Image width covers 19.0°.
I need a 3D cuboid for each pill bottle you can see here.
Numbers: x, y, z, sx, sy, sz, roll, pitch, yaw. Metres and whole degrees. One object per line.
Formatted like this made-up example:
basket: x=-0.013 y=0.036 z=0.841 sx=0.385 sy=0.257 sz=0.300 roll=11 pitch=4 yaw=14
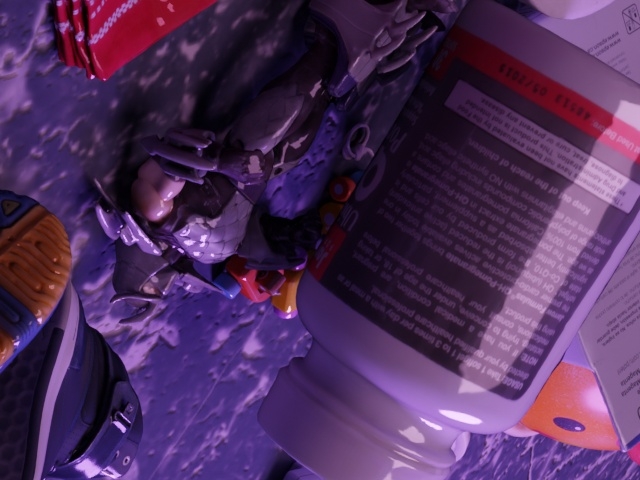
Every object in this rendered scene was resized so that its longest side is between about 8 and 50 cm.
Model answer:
pill bottle: x=0.094 y=0.016 z=1.261 sx=0.318 sy=0.176 sz=0.176 roll=-59 pitch=152 yaw=7

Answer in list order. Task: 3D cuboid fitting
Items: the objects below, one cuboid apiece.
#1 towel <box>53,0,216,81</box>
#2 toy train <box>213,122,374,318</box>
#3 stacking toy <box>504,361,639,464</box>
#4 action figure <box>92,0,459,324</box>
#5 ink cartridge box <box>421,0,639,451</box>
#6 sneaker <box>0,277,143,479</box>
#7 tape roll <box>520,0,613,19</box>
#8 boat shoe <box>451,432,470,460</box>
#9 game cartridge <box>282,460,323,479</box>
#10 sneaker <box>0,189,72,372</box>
towel: x=-0.072 y=-0.234 z=1.034 sx=0.199 sy=0.031 sz=0.275 roll=-38 pitch=147 yaw=-33
toy train: x=0.000 y=0.000 z=1.376 sx=0.166 sy=0.046 sz=0.125 roll=-46 pitch=151 yaw=-18
stacking toy: x=0.410 y=0.126 z=1.695 sx=0.350 sy=0.480 sz=0.350 roll=-38 pitch=147 yaw=-31
action figure: x=-0.036 y=-0.058 z=1.207 sx=0.285 sy=0.099 sz=0.185 roll=-50 pitch=165 yaw=-3
ink cartridge box: x=0.254 y=-0.051 z=1.521 sx=0.324 sy=0.071 sz=0.330 roll=-32 pitch=108 yaw=-39
sneaker: x=-0.178 y=0.143 z=1.150 sx=0.163 sy=0.086 sz=0.226 roll=70 pitch=35 yaw=-59
tape roll: x=0.183 y=-0.297 z=1.297 sx=0.286 sy=0.100 sz=0.286 roll=-39 pitch=148 yaw=-30
boat shoe: x=0.082 y=0.086 z=1.516 sx=0.099 sy=0.116 sz=0.319 roll=-61 pitch=165 yaw=-22
game cartridge: x=-0.026 y=0.319 z=1.666 sx=0.198 sy=0.062 sz=0.297 roll=1 pitch=118 yaw=-54
sneaker: x=-0.255 y=0.091 z=1.036 sx=0.296 sy=0.112 sz=0.131 roll=-44 pitch=167 yaw=-19
